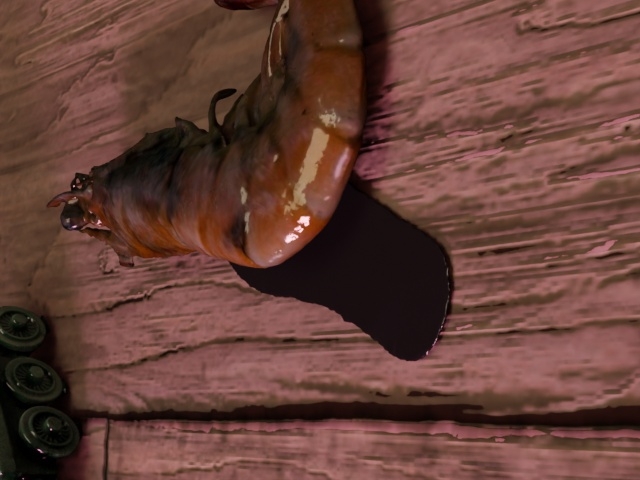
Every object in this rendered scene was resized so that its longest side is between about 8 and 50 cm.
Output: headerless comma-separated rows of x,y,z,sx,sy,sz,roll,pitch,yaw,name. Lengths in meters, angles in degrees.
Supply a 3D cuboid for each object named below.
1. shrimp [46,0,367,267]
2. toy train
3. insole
-0.065,-0.069,0.921,0.296,0.058,0.169,-1,77,55,shrimp
-0.219,0.104,1.102,0.071,0.111,0.170,-64,34,35,toy train
0.001,0.000,0.850,0.232,0.003,0.080,27,108,58,insole
